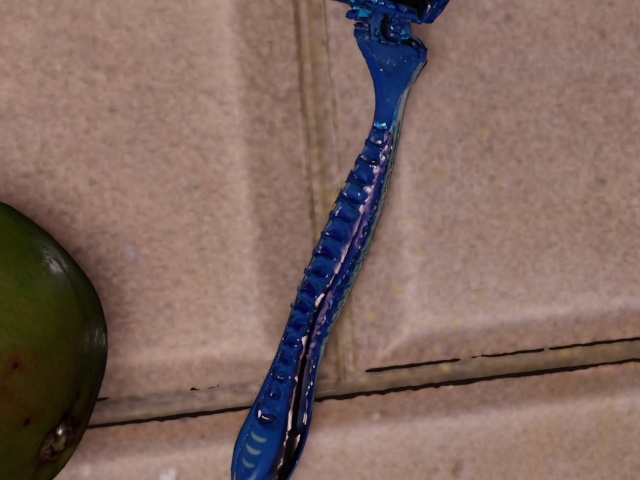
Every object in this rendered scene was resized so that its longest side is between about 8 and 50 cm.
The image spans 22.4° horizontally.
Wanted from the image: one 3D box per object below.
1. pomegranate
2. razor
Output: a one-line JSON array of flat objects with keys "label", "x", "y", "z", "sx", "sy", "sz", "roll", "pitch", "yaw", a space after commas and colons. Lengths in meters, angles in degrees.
[{"label": "pomegranate", "x": -0.226, "y": 0.052, "z": 0.854, "sx": 0.225, "sy": 0.187, "sz": 0.187, "roll": 27, "pitch": 93, "yaw": 11}, {"label": "razor", "x": 0.009, "y": 0.000, "z": 0.940, "sx": 0.056, "sy": 0.093, "sz": 0.324, "roll": 4, "pitch": 104, "yaw": -46}]
